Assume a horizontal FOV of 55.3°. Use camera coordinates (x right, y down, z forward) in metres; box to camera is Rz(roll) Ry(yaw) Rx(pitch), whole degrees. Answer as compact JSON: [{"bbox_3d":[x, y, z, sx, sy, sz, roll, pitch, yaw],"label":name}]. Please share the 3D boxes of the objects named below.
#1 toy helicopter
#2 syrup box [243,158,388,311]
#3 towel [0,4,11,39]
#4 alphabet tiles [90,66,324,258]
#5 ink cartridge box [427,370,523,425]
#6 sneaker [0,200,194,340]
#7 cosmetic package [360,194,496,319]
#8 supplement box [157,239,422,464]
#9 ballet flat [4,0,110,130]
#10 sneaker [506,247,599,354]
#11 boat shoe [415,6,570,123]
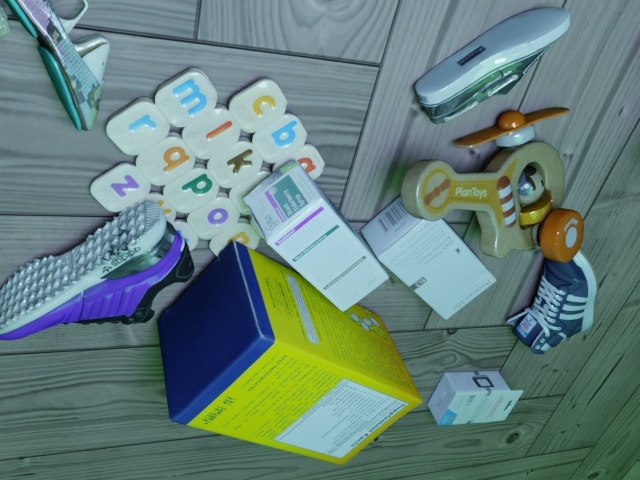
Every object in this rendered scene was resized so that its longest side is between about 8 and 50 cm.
[{"bbox_3d":[0.256,-0.089,0.897,0.355,0.140,0.235,-2,103,-39],"label":"toy helicopter"},{"bbox_3d":[0.000,0.000,0.877,0.096,0.093,0.237,-37,140,4],"label":"syrup box"},{"bbox_3d":[-0.378,-0.239,0.576,0.148,0.027,0.110,2,136,10],"label":"towel"},{"bbox_3d":[-0.146,-0.088,0.824,0.278,0.021,0.284,-30,131,5],"label":"alphabet tiles"},{"bbox_3d":[0.336,0.341,1.326,0.180,0.060,0.104,5,123,-25],"label":"ink cartridge box"},{"bbox_3d":[-0.300,0.077,0.826,0.293,0.102,0.146,-27,133,8],"label":"sneaker"},{"bbox_3d":[0.181,0.026,1.004,0.117,0.085,0.231,-41,129,12],"label":"cosmetic package"},{"bbox_3d":[-0.045,0.188,0.953,0.194,0.195,0.356,-44,131,18],"label":"supplement box"},{"bbox_3d":[-0.274,-0.220,0.643,0.079,0.077,0.222,-36,133,-19],"label":"ballet flat"},{"bbox_3d":[0.437,0.117,1.168,0.153,0.099,0.282,-29,134,-1],"label":"sneaker"},{"bbox_3d":[0.237,-0.237,0.833,0.219,0.078,0.070,-28,131,11],"label":"boat shoe"}]
